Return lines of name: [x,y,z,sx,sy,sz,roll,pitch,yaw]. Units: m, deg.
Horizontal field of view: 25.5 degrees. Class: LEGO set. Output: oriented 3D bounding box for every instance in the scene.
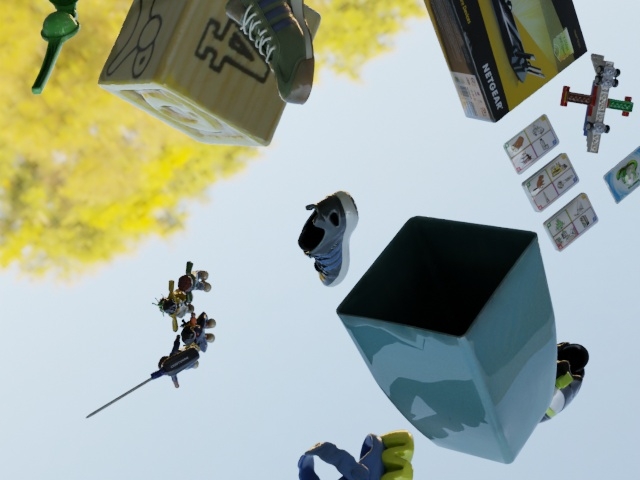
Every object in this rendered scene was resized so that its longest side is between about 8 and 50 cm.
LEGO set: [0.361,-0.129,1.911,0.244,0.182,0.060,-38,-156,-14]

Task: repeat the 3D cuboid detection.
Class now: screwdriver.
screwdriver: [-0.230,0.182,1.823,0.170,0.025,0.024,-26,-151,-22]

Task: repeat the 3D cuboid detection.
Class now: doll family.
doll family: [-0.213,0.131,2.197,0.076,0.193,0.111,-10,180,14]

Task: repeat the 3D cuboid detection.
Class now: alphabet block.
alphabet block: [-0.149,-0.253,1.883,0.192,0.193,0.197,9,-106,58]

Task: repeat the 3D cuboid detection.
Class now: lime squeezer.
lime squeezer: [-0.362,-0.330,1.964,0.059,0.310,0.110,3,164,-6]

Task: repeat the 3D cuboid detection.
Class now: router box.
router box: [0.302,-0.390,2.361,0.243,0.308,0.081,-38,-148,-23]

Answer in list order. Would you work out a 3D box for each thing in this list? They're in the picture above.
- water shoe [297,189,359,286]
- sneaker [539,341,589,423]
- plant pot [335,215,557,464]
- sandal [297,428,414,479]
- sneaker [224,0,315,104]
water shoe: [0.000,0.000,2.094,0.080,0.203,0.073,-15,-126,-20]
sneaker: [0.307,0.172,1.805,0.097,0.084,0.235,-38,180,14]
plant pot: [0.160,0.120,1.549,0.165,0.234,0.165,9,-133,39]
sandal: [0.036,0.347,1.653,0.317,0.138,0.126,-88,-169,-53]
sneaker: [-0.061,-0.229,1.487,0.064,0.086,0.192,129,-38,-53]
